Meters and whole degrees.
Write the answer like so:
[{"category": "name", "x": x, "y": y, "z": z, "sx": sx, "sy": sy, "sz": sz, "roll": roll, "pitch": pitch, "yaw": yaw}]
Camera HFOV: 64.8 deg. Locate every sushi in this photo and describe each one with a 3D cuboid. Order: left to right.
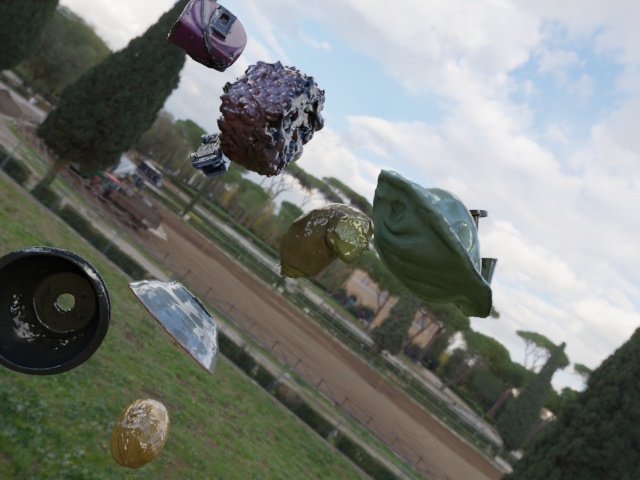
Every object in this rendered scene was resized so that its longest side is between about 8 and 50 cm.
[{"category": "sushi", "x": -0.103, "y": -0.280, "z": 1.188, "sx": 0.170, "sy": 0.270, "sz": 0.237, "roll": 21, "pitch": -37, "yaw": 25}]

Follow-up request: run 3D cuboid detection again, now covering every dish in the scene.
[{"category": "dish", "x": -0.285, "y": 0.159, "z": 1.060, "sx": 0.260, "sy": 0.085, "sz": 0.260, "roll": 43, "pitch": -17, "yaw": 16}]

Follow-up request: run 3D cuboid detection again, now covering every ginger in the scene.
[{"category": "ginger", "x": 0.000, "y": 0.000, "z": 1.205, "sx": 0.138, "sy": 0.267, "sz": 0.152, "roll": 36, "pitch": 39, "yaw": -36}]

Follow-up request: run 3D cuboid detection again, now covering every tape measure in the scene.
[{"category": "tape measure", "x": -0.187, "y": -0.348, "z": 0.858, "sx": 0.118, "sy": 0.125, "sz": 0.074, "roll": 29, "pitch": -41, "yaw": -26}]

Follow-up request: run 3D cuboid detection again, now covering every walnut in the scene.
[{"category": "walnut", "x": -0.518, "y": 0.554, "z": 1.454, "sx": 0.159, "sy": 0.159, "sz": 0.207, "roll": 39, "pitch": 28, "yaw": -21}]

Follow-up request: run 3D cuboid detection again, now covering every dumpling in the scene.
[{"category": "dumpling", "x": 0.140, "y": 0.001, "z": 0.588, "sx": 0.152, "sy": 0.108, "sz": 0.219, "roll": 6, "pitch": -38, "yaw": 43}]

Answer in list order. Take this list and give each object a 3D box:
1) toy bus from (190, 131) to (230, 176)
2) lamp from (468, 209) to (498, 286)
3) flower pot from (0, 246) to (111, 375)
[{"category": "toy bus", "x": -0.256, "y": -0.210, "z": 1.230, "sx": 0.167, "sy": 0.073, "sz": 0.076, "roll": -86, "pitch": 160, "yaw": -55}, {"category": "lamp", "x": 0.405, "y": 0.029, "z": 1.327, "sx": 0.121, "sy": 0.215, "sz": 0.121, "roll": 1, "pitch": -5, "yaw": 0}, {"category": "flower pot", "x": -0.578, "y": 0.143, "z": 1.101, "sx": 0.269, "sy": 0.269, "sz": 0.166, "roll": 38, "pitch": -4, "yaw": -6}]
